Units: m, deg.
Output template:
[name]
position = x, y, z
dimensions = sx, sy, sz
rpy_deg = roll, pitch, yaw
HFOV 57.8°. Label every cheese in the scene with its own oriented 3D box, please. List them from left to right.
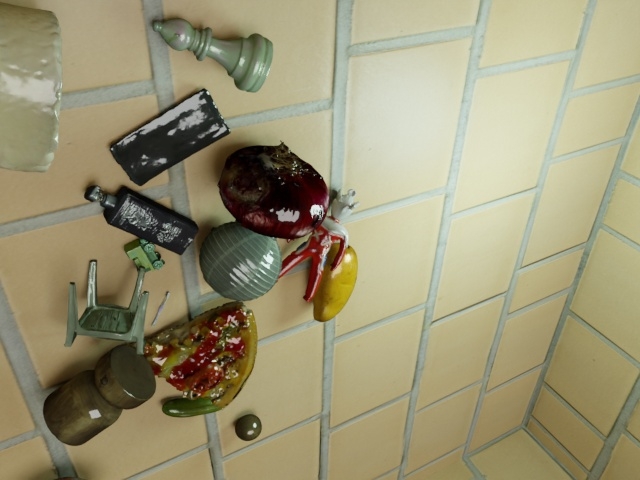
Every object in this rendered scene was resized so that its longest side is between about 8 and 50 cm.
[cheese]
position = -0.599, -0.278, 1.102
dimensions = 0.153, 0.292, 0.332
rpy_deg = -1, 127, -35

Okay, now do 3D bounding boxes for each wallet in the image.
[wallet]
position = -0.376, -0.256, 1.460
dimensions = 0.285, 0.030, 0.146
rpy_deg = -34, 138, -8

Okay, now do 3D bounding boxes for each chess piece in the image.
[chess piece]
position = -0.256, -0.450, 1.351
dimensions = 0.271, 0.139, 0.139
rpy_deg = 13, 114, -28

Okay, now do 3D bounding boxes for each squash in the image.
[squash]
position = -0.430, 0.574, 2.011
dimensions = 0.258, 0.069, 0.069
rpy_deg = 4, 119, -37

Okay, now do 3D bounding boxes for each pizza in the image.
[pizza]
position = -0.404, 0.382, 1.808
dimensions = 0.406, 0.130, 0.440
rpy_deg = 3, 121, -21

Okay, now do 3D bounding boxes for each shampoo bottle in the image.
[shampoo bottle]
position = -0.468, -0.062, 1.511
dimensions = 0.309, 0.071, 0.098
rpy_deg = 30, 105, -42

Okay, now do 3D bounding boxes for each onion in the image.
[onion]
position = -0.124, -0.116, 1.542
dimensions = 0.314, 0.314, 0.232
rpy_deg = 0, 127, -35

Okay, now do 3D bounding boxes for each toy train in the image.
[toy train]
position = -0.482, 0.043, 1.593
dimensions = 0.081, 0.050, 0.122
rpy_deg = -25, 133, -11

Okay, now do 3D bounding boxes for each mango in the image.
[mango]
position = 0.039, 0.138, 1.981
dimensions = 0.177, 0.120, 0.295
rpy_deg = -11, 129, -38

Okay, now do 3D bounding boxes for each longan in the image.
[longan]
position = -0.276, 0.712, 2.205
dimensions = 0.106, 0.106, 0.119
rpy_deg = -2, 162, -34

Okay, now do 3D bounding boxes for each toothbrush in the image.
[toothbrush]
position = -0.480, 0.208, 1.741
dimensions = 0.011, 0.013, 0.131
rpy_deg = 18, 111, -31

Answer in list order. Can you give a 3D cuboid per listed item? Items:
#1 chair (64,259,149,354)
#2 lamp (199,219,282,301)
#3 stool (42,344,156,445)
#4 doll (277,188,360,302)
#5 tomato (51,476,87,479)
[chair]
position = -0.564, 0.204, 1.561
dimensions = 0.203, 0.190, 0.275
rpy_deg = 10, 112, -14
[lamp]
position = -0.219, 0.056, 1.657
dimensions = 0.233, 0.233, 0.265
rpy_deg = -43, 128, 0
[stool]
position = -0.629, 0.443, 1.655
dimensions = 0.264, 0.179, 0.179
rpy_deg = -36, 137, 12
[doll]
position = 0.000, 0.000, 1.838
dimensions = 0.188, 0.099, 0.384
rpy_deg = 34, 96, -7
[tomato]
position = -0.814, 0.909, 1.817
dimensions = 0.316, 0.316, 0.282
rpy_deg = -36, 111, -8
